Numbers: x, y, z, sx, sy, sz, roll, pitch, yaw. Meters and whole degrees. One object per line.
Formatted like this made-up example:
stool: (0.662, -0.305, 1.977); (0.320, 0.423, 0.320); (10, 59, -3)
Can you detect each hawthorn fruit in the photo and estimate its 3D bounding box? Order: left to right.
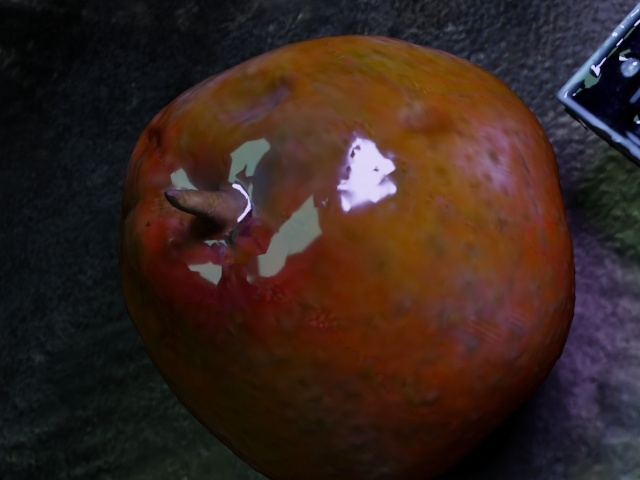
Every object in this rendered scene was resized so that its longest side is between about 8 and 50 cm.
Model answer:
hawthorn fruit: (0.000, 0.000, 1.043); (0.277, 0.298, 0.277); (-10, 71, 31)

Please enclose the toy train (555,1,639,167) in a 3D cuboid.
toy train: (0.301, 0.011, 0.968); (0.086, 0.088, 0.407); (-47, 54, 1)
